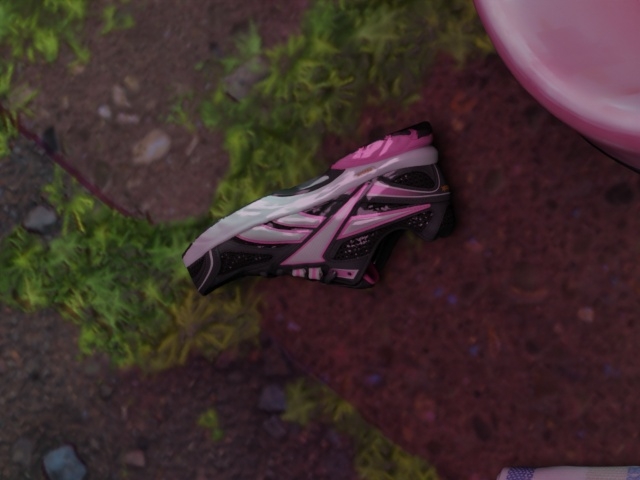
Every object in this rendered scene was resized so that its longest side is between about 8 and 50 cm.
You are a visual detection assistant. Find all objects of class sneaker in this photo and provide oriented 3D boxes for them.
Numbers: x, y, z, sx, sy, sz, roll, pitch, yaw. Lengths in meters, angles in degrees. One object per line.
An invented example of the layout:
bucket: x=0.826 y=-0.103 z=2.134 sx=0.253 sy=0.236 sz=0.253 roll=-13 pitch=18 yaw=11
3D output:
sneaker: x=0.000 y=0.000 z=1.099 sx=0.178 sy=0.072 sz=0.077 roll=-26 pitch=88 yaw=24

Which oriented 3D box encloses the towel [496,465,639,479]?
towel: x=0.229 y=0.230 z=1.009 sx=0.285 sy=0.034 sz=0.209 roll=-1 pitch=84 yaw=20

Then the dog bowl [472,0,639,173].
dog bowl: x=0.230 y=-0.198 z=0.881 sx=0.408 sy=0.150 sz=0.408 roll=-11 pitch=76 yaw=49
